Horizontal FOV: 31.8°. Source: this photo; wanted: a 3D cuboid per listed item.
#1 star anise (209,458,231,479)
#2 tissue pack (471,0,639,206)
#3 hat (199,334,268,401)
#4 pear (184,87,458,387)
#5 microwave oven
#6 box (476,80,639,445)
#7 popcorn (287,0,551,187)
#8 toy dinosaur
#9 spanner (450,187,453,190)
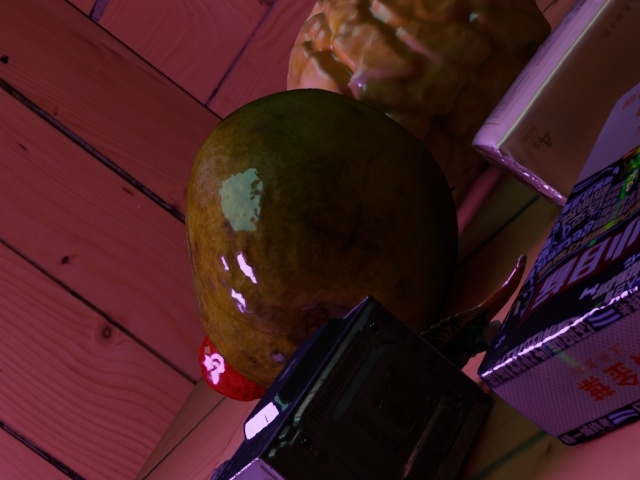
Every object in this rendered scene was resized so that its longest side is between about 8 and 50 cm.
[{"bbox_3d":[-0.148,0.367,1.593,0.172,0.063,0.208,-53,5,-19],"label":"star anise"},{"bbox_3d":[0.269,-0.152,1.095,0.234,0.125,0.159,-53,4,3],"label":"tissue pack"},{"bbox_3d":[-0.044,0.095,1.638,0.332,0.242,0.274,-58,-21,-27],"label":"hat"},{"bbox_3d":[0.000,0.000,1.315,0.352,0.352,0.413,-50,17,23],"label":"pear"},{"bbox_3d":[0.027,0.168,0.903,0.129,0.163,0.205,-44,7,43],"label":"microwave oven"},{"bbox_3d":[0.242,-0.027,0.750,0.310,0.084,0.198,-56,7,-34],"label":"box"},{"bbox_3d":[0.137,-0.248,1.600,0.390,0.344,0.354,-28,-19,-50],"label":"popcorn"},{"bbox_3d":[0.120,0.084,0.977,0.106,0.044,0.187,-15,-32,-10],"label":"toy dinosaur"},{"bbox_3d":[0.208,-0.088,1.783,0.208,0.012,0.046,-54,6,-21],"label":"spanner"}]
